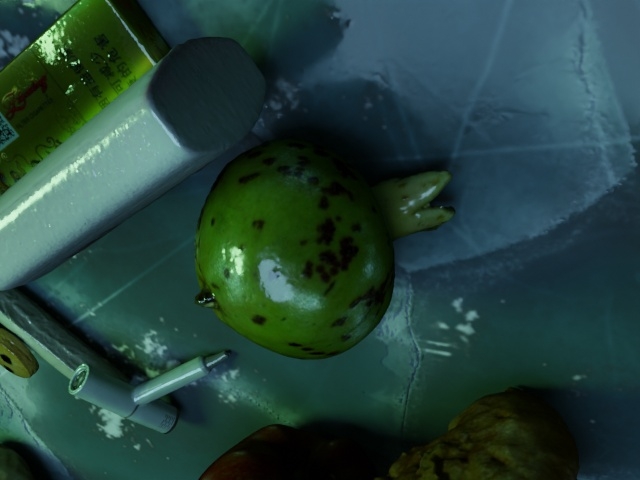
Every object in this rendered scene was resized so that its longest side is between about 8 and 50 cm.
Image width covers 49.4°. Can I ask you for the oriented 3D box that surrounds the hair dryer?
[{"bbox_3d":[-0.202,0.170,0.889,0.183,0.044,0.155,-37,131,20],"label":"hair dryer"}]

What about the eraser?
[{"bbox_3d":[-0.186,-0.068,0.629,0.270,0.174,0.094,-30,108,30],"label":"eraser"}]

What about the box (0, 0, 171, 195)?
[{"bbox_3d":[-0.275,-0.124,0.758,0.311,0.043,0.173,-27,108,30],"label":"box"}]

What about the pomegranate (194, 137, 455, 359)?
[{"bbox_3d":[0.000,0.000,0.662,0.263,0.211,0.211,-24,116,-15],"label":"pomegranate"}]

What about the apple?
[{"bbox_3d":[-0.050,0.393,0.851,0.288,0.288,0.316,20,114,7],"label":"apple"}]

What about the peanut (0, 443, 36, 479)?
[{"bbox_3d":[-0.483,0.458,1.120,0.120,0.136,0.298,-20,112,24],"label":"peanut"}]

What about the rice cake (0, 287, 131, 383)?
[{"bbox_3d":[-0.367,0.133,0.937,0.256,0.052,0.057,41,127,-7],"label":"rice cake"}]

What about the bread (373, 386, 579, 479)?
[{"bbox_3d":[0.150,0.309,0.676,0.194,0.340,0.179,64,161,-17],"label":"bread"}]

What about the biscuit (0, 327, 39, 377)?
[{"bbox_3d":[-0.489,0.117,0.947,0.240,0.035,0.158,30,143,10],"label":"biscuit"}]
